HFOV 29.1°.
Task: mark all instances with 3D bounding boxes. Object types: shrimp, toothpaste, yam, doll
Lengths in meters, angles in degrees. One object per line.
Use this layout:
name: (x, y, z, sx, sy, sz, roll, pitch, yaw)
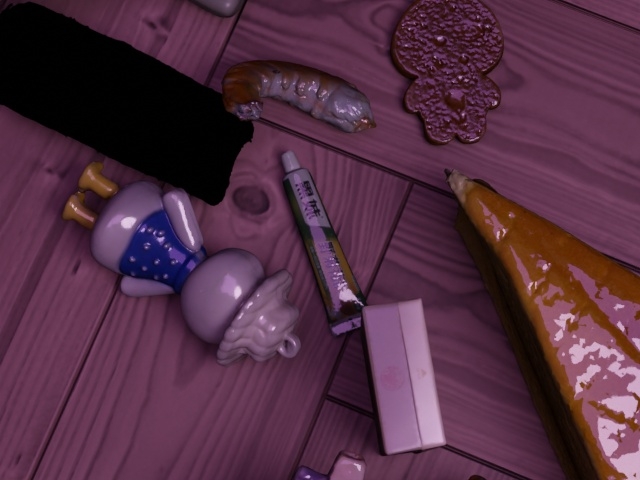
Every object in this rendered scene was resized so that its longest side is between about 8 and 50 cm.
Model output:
shrimp: (-0.024, -0.143, 1.275, 0.161, 0.166, 0.049, 26, 114, 6)
toothpaste: (0.000, 0.000, 1.308, 0.049, 0.031, 0.204, -20, 82, -2)
yam: (-0.209, -0.144, 1.293, 0.279, 0.131, 0.131, 26, 81, 3)
doll: (-0.137, 0.027, 1.268, 0.293, 0.119, 0.138, 35, 112, 12)

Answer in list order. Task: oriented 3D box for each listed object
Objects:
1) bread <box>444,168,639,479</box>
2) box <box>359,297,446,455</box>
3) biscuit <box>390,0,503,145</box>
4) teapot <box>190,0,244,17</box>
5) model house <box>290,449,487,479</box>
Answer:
bread: (0.217, 0.117, 1.186, 0.361, 0.233, 0.245, 35, 84, 11)
box: (0.076, 0.138, 1.195, 0.058, 0.201, 0.141, -9, 78, -1)
biscuit: (0.138, -0.188, 1.342, 0.124, 0.026, 0.175, -2, 79, 2)
teapot: (-0.254, -0.320, 1.312, 0.220, 0.149, 0.318, -43, 81, -12)
model house: (0.059, 0.317, 1.135, 0.236, 0.202, 0.238, 24, 97, 6)
